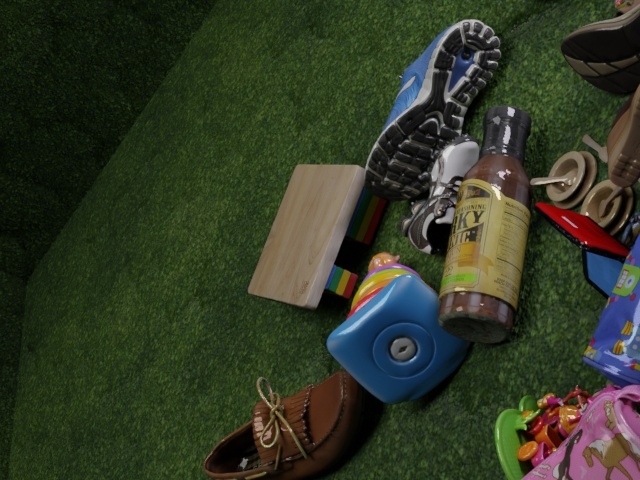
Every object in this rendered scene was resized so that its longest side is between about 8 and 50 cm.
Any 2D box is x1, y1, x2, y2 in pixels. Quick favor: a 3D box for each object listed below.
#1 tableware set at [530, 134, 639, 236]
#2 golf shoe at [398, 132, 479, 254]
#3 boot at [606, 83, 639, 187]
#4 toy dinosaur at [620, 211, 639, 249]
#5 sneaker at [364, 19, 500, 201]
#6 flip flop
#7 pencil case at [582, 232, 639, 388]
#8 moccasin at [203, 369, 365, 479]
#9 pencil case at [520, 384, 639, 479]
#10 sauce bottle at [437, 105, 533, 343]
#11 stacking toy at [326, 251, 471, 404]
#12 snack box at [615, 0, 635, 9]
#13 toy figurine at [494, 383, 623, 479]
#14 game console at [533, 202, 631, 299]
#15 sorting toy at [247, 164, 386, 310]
[{"bbox_3d":[0.353,-0.067,1.771,0.128,0.039,0.194,-60,26,13],"label":"tableware set"},{"bbox_3d":[0.203,-0.066,2.041,0.198,0.077,0.094,-64,35,20],"label":"golf shoe"},{"bbox_3d":[0.428,-0.197,1.595,0.207,0.090,0.248,-60,0,-44],"label":"boot"},{"bbox_3d":[0.393,-0.023,1.647,0.090,0.047,0.082,3,70,65],"label":"toy dinosaur"},{"bbox_3d":[0.179,-0.213,2.175,0.330,0.130,0.147,-58,12,9],"label":"sneaker"},{"bbox_3d":[0.433,-0.282,1.747,0.080,0.112,0.277,-51,11,-35],"label":"flip flop"},{"bbox_3d":[0.402,0.028,1.498,0.306,0.119,0.133,-68,20,-4],"label":"pencil case"},{"bbox_3d":[-0.061,0.306,2.123,0.380,0.147,0.139,-35,39,47],"label":"moccasin"},{"bbox_3d":[0.265,0.327,1.451,0.386,0.167,0.160,-49,25,27],"label":"pencil case"},{"bbox_3d":[0.242,-0.028,1.873,0.111,0.111,0.344,-27,44,53],"label":"sauce bottle"},{"bbox_3d":[0.108,0.097,2.004,0.175,0.166,0.302,-42,20,13],"label":"stacking toy"},{"bbox_3d":[0.491,-0.414,1.771,0.207,0.070,0.174,-32,42,49],"label":"snack box"},{"bbox_3d":[0.311,0.219,1.560,0.159,0.130,0.173,-31,16,31],"label":"toy figurine"},{"bbox_3d":[0.327,0.026,1.628,0.085,0.124,0.144,-69,24,15],"label":"game console"},{"bbox_3d":[0.000,0.000,2.342,0.255,0.089,0.257,8,75,64],"label":"sorting toy"}]
